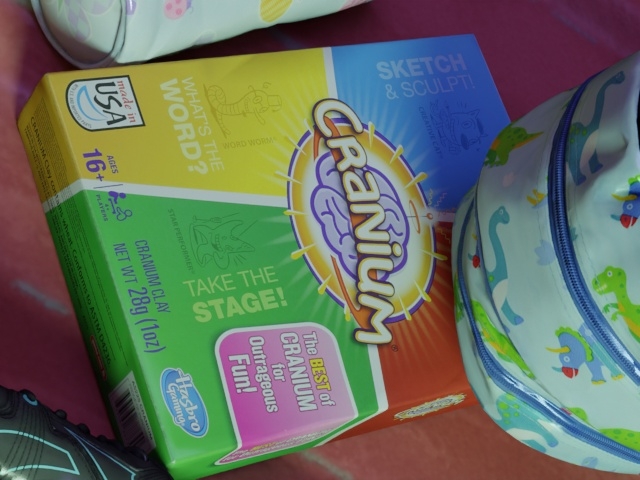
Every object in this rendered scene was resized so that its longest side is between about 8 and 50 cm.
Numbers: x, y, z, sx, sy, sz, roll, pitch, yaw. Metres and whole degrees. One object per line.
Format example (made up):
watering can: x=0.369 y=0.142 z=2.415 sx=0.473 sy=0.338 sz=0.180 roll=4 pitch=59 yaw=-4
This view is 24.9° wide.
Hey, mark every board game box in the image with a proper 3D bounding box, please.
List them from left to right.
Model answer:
board game box: x=0.000 y=0.000 z=0.896 sx=0.316 sy=0.064 sz=0.242 roll=-11 pitch=71 yaw=-32

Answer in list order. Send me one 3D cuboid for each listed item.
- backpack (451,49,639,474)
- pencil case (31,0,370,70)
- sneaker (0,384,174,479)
backpack: x=0.249 y=0.025 z=0.848 sx=0.355 sy=0.273 sz=0.290 roll=18 pitch=63 yaw=-49
pencil case: x=-0.054 y=-0.188 z=0.935 sx=0.273 sy=0.113 sz=0.124 roll=-21 pitch=33 yaw=-34
sneaker: x=-0.142 y=0.136 z=0.741 sx=0.267 sy=0.101 sz=0.106 roll=55 pitch=45 yaw=-5
